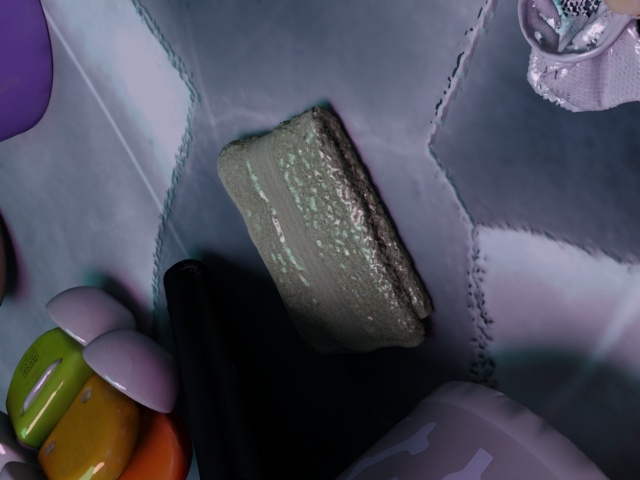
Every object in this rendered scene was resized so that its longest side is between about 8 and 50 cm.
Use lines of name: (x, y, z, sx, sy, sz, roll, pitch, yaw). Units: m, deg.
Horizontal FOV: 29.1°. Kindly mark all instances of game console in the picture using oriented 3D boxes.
game console: (-0.025, 0.223, 0.718, 0.386, 0.060, 0.342, -121, 22, -68)

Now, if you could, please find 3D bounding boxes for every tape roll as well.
tape roll: (-0.283, -0.152, 0.893, 0.189, 0.080, 0.189, 27, 131, 35)

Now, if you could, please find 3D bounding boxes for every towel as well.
towel: (0.000, 0.000, 0.723, 0.110, 0.027, 0.148, -17, 100, 50)

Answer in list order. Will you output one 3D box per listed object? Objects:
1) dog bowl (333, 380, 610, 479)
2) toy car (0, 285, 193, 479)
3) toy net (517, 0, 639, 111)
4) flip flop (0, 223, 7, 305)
dog bowl: (0.103, 0.249, 0.625, 0.349, 0.102, 0.349, 53, 159, 31)
toy car: (-0.161, 0.135, 0.907, 0.136, 0.159, 0.182, 34, -179, -39)
toy net: (0.130, -0.133, 0.484, 0.122, 0.045, 0.232, 52, 141, 10)
flip flop: (-0.342, -0.055, 1.017, 0.112, 0.080, 0.277, -7, 108, 49)
